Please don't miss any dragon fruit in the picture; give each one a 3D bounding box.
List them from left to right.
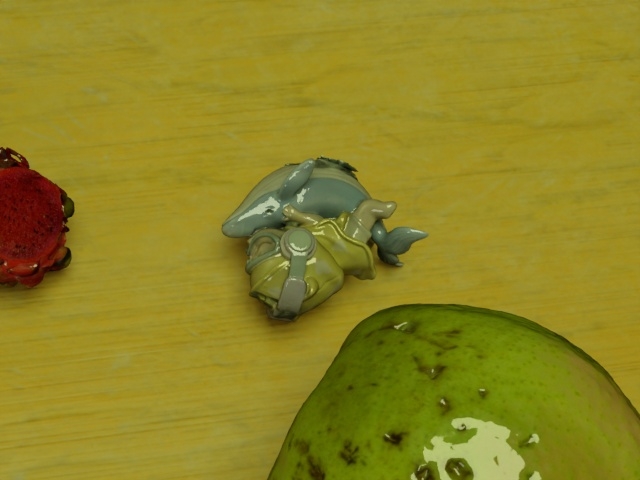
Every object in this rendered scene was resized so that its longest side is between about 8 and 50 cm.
[{"bbox_3d":[-0.344,-0.040,1.784,0.207,0.150,0.133,43,37,17],"label":"dragon fruit"}]

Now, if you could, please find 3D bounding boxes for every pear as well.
[{"bbox_3d":[0.146,0.242,1.606,0.391,0.391,0.391,3,66,-8],"label":"pear"}]

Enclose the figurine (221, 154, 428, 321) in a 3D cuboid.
[{"bbox_3d":[0.000,0.000,1.821,0.208,0.128,0.184,11,67,-9],"label":"figurine"}]
